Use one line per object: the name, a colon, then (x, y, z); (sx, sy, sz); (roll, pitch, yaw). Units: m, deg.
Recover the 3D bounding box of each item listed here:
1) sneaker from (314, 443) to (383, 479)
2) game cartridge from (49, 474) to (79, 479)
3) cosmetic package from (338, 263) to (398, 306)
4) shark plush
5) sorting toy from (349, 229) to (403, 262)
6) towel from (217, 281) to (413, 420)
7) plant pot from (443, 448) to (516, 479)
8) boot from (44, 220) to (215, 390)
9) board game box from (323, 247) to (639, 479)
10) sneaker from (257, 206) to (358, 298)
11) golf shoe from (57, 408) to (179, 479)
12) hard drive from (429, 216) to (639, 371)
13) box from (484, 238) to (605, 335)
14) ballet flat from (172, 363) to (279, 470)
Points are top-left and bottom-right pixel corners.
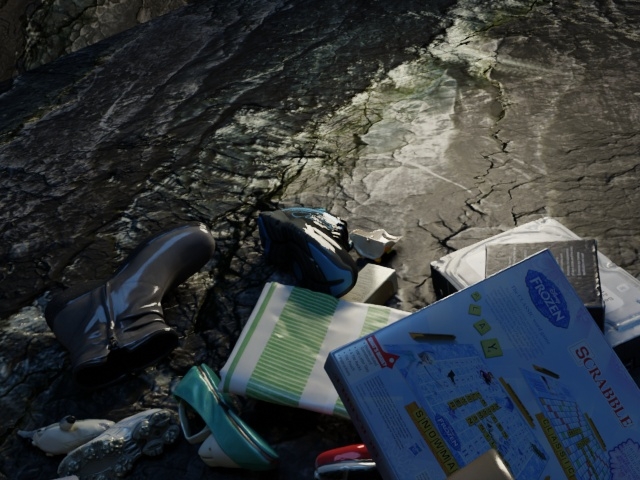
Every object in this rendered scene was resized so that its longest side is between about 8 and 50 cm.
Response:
sneaker: (0.120, 0.253, 1.102); (0.279, 0.107, 0.118); (-9, 51, -13)
game cartridge: (-0.390, 0.354, 1.052); (0.196, 0.060, 0.294); (-8, 0, -4)
cosmetic package: (0.074, 0.090, 1.451); (0.060, 0.041, 0.115); (15, 41, 37)
shark plush: (-0.386, 0.296, 1.306); (0.161, 0.073, 0.067); (-21, 6, 26)
sorting toy: (0.109, 0.002, 1.583); (0.083, 0.045, 0.075); (19, 36, 41)
towel: (0.039, 0.171, 1.275); (0.325, 0.038, 0.248); (12, 36, 10)
plant pot: (0.117, 0.390, 0.753); (0.280, 0.323, 0.323); (-30, 33, 1)
boot: (-0.288, 0.116, 1.493); (0.338, 0.118, 0.223); (-35, 40, -14)
board game box: (0.216, 0.211, 1.025); (0.318, 0.066, 0.319); (-23, 71, -17)
sneaker: (0.000, 0.000, 1.510); (0.139, 0.125, 0.341); (-15, 22, -17)
golf shoe: (-0.291, 0.295, 1.253); (0.176, 0.069, 0.086); (-22, 13, -21)
hard drive: (0.347, 0.090, 1.337); (0.237, 0.064, 0.339); (-20, 33, -12)
box: (0.309, 0.080, 1.218); (0.158, 0.093, 0.156); (-2, 34, 15)
ballet flat: (-0.142, 0.267, 1.229); (0.087, 0.083, 0.247); (-45, 38, -5)
